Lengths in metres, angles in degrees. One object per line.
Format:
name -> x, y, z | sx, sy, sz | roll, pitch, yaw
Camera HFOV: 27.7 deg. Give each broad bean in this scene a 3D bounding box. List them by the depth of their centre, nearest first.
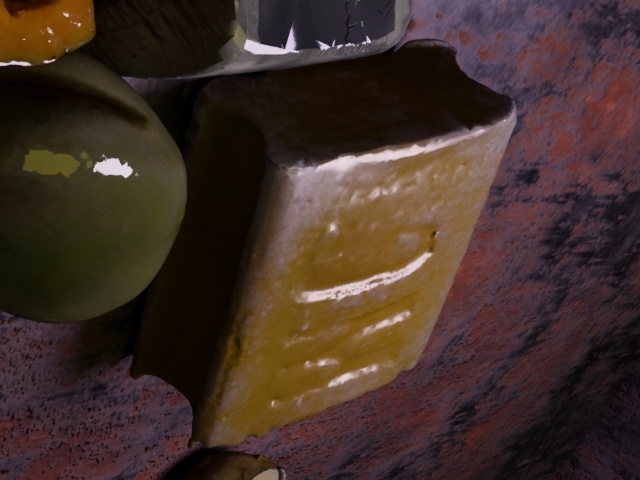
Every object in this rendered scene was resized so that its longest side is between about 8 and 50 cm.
broad bean -> -0.186, -0.033, 0.886 | 0.189, 0.121, 0.263 | -6, 152, -8

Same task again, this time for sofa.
sofa -> -0.057, -0.226, 0.882 | 0.210, 0.176, 0.225 | -18, 112, -46

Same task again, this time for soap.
soap -> 0.000, 0.000, 1.180 | 0.293, 0.156, 0.335 | -13, 136, -37

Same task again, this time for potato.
potato -> -0.120, 0.309, 1.503 | 0.164, 0.081, 0.200 | -46, 158, -23

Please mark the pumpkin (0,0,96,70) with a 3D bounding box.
pumpkin -> -0.195, -0.212, 0.658 | 0.131, 0.126, 0.248 | -24, 128, -50
